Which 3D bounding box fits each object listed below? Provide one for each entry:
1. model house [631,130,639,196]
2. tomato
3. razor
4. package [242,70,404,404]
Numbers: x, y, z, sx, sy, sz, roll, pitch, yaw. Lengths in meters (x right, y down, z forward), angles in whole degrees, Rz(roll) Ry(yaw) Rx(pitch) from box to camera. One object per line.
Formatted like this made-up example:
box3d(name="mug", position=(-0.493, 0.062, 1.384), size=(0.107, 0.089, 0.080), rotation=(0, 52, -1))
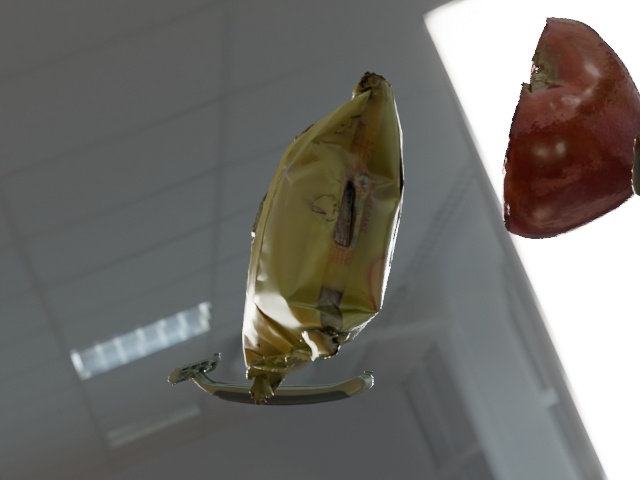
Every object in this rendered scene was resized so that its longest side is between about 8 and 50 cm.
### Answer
box3d(name="model house", position=(0.297, -0.060, 1.272), size=(0.148, 0.149, 0.119), rotation=(-19, -21, -41))
box3d(name="tomato", position=(0.266, -0.104, 1.614), size=(0.139, 0.233, 0.200), rotation=(12, -28, 15))
box3d(name="razor", position=(-0.039, 0.129, 1.424), size=(0.191, 0.037, 0.068), rotation=(2, 9, 30))
box3d(name="package", position=(0.000, 0.000, 1.138), size=(0.090, 0.226, 0.168), rotation=(18, -20, -14))
